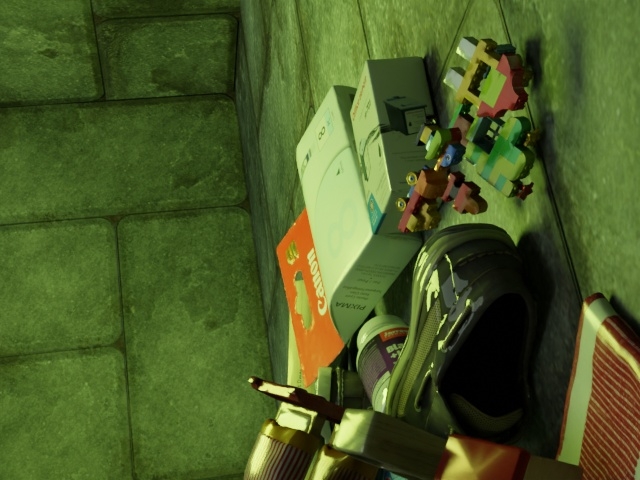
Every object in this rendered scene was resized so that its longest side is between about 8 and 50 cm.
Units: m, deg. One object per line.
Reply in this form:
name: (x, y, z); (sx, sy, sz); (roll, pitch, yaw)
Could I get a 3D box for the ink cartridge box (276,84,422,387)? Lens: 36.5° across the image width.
ink cartridge box: (0.000, 0.000, 1.519); (0.385, 0.091, 0.308); (-55, 36, 40)

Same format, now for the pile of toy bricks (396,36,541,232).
pile of toy bricks: (0.162, -0.082, 0.923); (0.105, 0.118, 0.212); (44, 129, 32)

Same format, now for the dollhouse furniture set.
dollhouse furniture set: (0.036, 0.256, 0.900); (0.374, 0.152, 0.201); (-6, 60, 62)

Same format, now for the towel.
towel: (0.248, 0.221, 0.710); (0.329, 0.037, 0.237); (-111, 19, -58)

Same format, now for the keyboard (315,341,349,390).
keyboard: (0.036, 0.175, 1.645); (0.256, 0.014, 0.072); (-64, -24, -43)

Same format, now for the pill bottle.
pill bottle: (0.108, 0.178, 1.289); (0.193, 0.108, 0.108); (-116, 23, -64)

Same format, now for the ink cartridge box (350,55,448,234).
ink cartridge box: (0.100, -0.122, 1.262); (0.140, 0.082, 0.191); (107, 155, -66)

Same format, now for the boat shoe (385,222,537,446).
boat shoe: (0.145, 0.158, 1.000); (0.130, 0.132, 0.355); (-111, 17, -58)

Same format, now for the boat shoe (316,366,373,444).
boat shoe: (0.053, 0.290, 1.559); (0.324, 0.096, 0.117); (80, -168, -60)

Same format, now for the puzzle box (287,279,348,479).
puzzle box: (-0.002, 0.309, 1.728); (0.272, 0.052, 0.409); (67, -160, -52)

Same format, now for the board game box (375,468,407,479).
board game box: (0.124, 0.371, 1.535); (0.281, 0.027, 0.145); (111, 155, -69)
